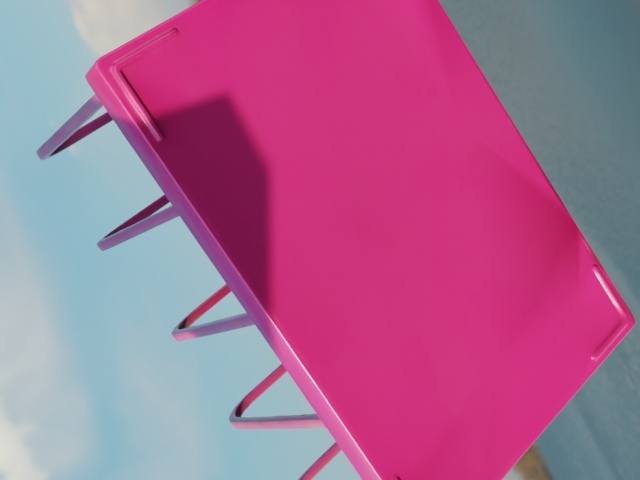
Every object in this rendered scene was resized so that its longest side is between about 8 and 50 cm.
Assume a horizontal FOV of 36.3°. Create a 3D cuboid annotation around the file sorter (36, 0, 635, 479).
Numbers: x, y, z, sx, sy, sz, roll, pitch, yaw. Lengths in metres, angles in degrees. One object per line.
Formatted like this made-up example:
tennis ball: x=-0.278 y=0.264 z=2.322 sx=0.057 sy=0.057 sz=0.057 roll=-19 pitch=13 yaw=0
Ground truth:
file sorter: x=0.000 y=0.000 z=0.588 sx=0.291 sy=0.202 sz=0.182 roll=56 pitch=149 yaw=-9
